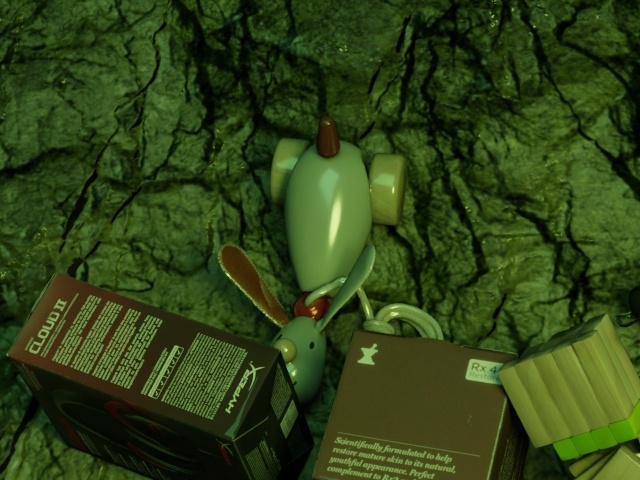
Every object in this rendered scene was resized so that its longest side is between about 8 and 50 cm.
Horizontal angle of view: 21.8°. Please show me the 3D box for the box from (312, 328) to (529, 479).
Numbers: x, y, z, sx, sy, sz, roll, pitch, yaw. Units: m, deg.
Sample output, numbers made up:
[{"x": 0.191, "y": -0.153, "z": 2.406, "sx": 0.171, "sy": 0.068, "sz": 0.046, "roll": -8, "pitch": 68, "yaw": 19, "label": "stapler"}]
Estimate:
[{"x": 0.105, "y": 0.216, "z": 1.631, "sx": 0.168, "sy": 0.203, "sz": 0.167, "roll": 8, "pitch": 60, "yaw": 17, "label": "box"}]

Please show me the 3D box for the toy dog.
[{"x": 0.000, "y": 0.000, "z": 1.813, "sx": 0.220, "sy": 0.161, "sz": 0.333, "roll": -12, "pitch": 56, "yaw": 3, "label": "toy dog"}]

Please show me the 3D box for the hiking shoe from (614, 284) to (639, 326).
[{"x": 0.439, "y": -0.017, "z": 1.769, "sx": 0.132, "sy": 0.113, "sz": 0.304, "roll": 25, "pitch": 65, "yaw": 23, "label": "hiking shoe"}]

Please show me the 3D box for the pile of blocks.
[{"x": 0.331, "y": 0.209, "z": 1.542, "sx": 0.362, "sy": 0.149, "sz": 0.112, "roll": 42, "pitch": 35, "yaw": 7, "label": "pile of blocks"}]

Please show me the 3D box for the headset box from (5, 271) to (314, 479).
[{"x": -0.172, "y": 0.160, "z": 1.710, "sx": 0.293, "sy": 0.218, "sz": 0.110, "roll": 18, "pitch": 63, "yaw": 20, "label": "headset box"}]
